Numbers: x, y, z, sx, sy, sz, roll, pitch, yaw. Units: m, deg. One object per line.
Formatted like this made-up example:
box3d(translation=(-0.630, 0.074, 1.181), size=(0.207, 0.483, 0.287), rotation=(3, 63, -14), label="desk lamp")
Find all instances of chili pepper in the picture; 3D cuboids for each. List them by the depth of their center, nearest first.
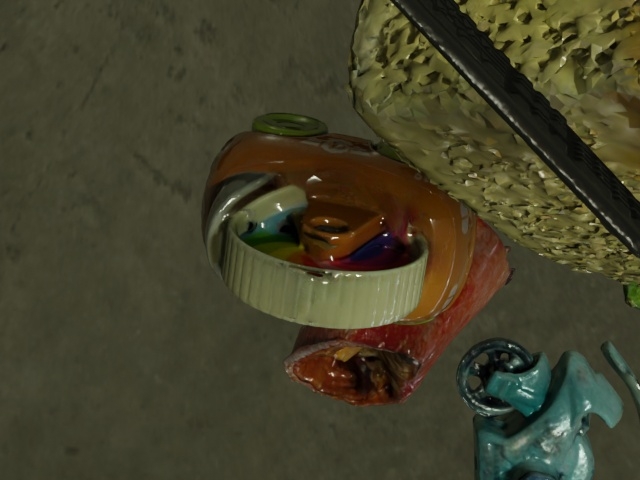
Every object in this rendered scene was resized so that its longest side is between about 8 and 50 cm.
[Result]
box3d(translation=(0.118, 0.096, 1.726), size=(0.229, 0.251, 0.305), rotation=(45, 60, -25), label="chili pepper")

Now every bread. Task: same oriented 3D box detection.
box3d(translation=(0.204, -0.120, 0.777), size=(0.315, 0.248, 0.279), rotation=(21, 71, -47), label="bread")

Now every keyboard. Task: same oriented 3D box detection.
box3d(translation=(0.010, -0.136, 0.551), size=(0.381, 0.103, 0.041), rotation=(40, 107, -2), label="keyboard")

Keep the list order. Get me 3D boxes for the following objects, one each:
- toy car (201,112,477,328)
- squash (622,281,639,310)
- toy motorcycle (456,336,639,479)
box3d(translation=(0.000, 0.000, 0.961), size=(0.235, 0.235, 0.145), rotation=(5, 109, -7), label="toy car")
box3d(translation=(0.481, -0.029, 1.389), size=(0.395, 0.107, 0.107), rotation=(-30, 118, -31), label="squash")
box3d(translation=(0.238, 0.219, 1.231), size=(0.206, 0.154, 0.260), rotation=(-1, 104, 5), label="toy motorcycle")
